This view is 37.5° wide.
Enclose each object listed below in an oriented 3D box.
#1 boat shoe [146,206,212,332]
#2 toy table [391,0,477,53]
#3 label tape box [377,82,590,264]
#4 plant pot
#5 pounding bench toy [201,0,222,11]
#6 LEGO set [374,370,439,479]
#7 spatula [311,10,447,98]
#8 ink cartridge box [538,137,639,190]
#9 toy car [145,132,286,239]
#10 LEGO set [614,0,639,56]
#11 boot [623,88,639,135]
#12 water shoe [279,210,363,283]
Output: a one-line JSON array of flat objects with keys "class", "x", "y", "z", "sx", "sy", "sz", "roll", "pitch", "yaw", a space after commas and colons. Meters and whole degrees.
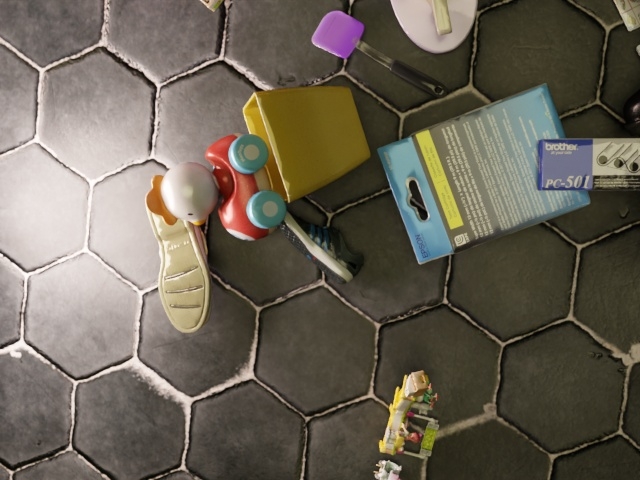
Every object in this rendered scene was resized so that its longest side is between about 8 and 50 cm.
[{"class": "boat shoe", "x": -0.274, "y": 0.034, "z": 1.930, "sx": 0.113, "sy": 0.103, "sz": 0.302, "roll": -8, "pitch": 94, "yaw": 12}, {"class": "toy table", "x": 0.217, "y": -0.507, "z": 1.808, "sx": 0.252, "sy": 0.161, "sz": 0.274, "roll": -23, "pitch": 91, "yaw": 7}, {"class": "label tape box", "x": 0.317, "y": -0.129, "z": 1.852, "sx": 0.347, "sy": 0.115, "sz": 0.249, "roll": -20, "pitch": 93, "yaw": 9}, {"class": "plant pot", "x": -0.022, "y": -0.198, "z": 1.841, "sx": 0.187, "sy": 0.212, "sz": 0.212, "roll": -19, "pitch": 92, "yaw": -11}, {"class": "pounding bench toy", "x": -0.230, "y": -0.507, "z": 1.892, "sx": 0.065, "sy": 0.083, "sz": 0.052, "roll": 41, "pitch": 98, "yaw": 1}, {"class": "LEGO set", "x": 0.195, "y": 0.364, "z": 1.893, "sx": 0.107, "sy": 0.132, "sz": 0.287, "roll": 15, "pitch": 118, "yaw": -1}, {"class": "spatula", "x": 0.125, "y": -0.366, "z": 1.892, "sx": 0.296, "sy": 0.030, "sz": 0.084, "roll": 30, "pitch": 95, "yaw": 3}, {"class": "ink cartridge box", "x": 0.513, "y": -0.141, "z": 1.754, "sx": 0.207, "sy": 0.046, "sz": 0.097, "roll": 0, "pitch": 93, "yaw": 4}, {"class": "toy car", "x": -0.217, "y": -0.081, "z": 1.822, "sx": 0.237, "sy": 0.219, "sz": 0.210, "roll": -19, "pitch": 93, "yaw": -15}, {"class": "LEGO set", "x": 0.675, "y": -0.458, "z": 1.815, "sx": 0.182, "sy": 0.060, "sz": 0.244, "roll": -26, "pitch": 91, "yaw": 4}, {"class": "boot", "x": 0.644, "y": -0.391, "z": 1.754, "sx": 0.348, "sy": 0.131, "sz": 0.260, "roll": -43, "pitch": 86, "yaw": 17}, {"class": "water shoe", "x": 0.000, "y": 0.000, "z": 1.927, "sx": 0.203, "sy": 0.073, "sz": 0.080, "roll": 44, "pitch": 71, "yaw": 1}]
